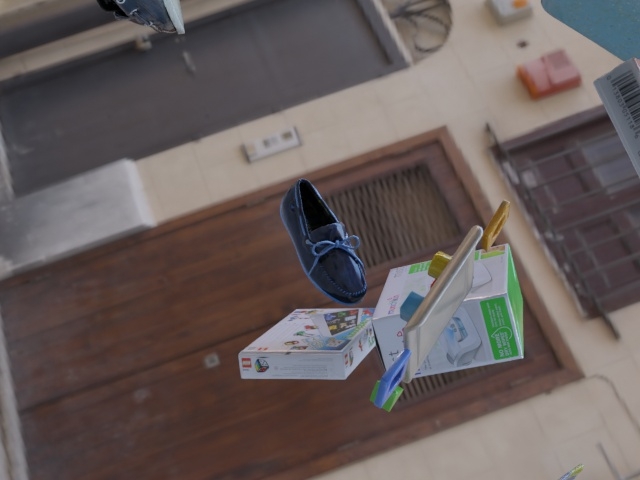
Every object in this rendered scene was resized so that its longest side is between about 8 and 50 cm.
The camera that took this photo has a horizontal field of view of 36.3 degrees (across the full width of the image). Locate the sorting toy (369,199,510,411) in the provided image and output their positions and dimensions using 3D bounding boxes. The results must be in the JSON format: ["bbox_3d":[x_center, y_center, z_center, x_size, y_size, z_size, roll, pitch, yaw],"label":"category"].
[{"bbox_3d":[0.154,0.083,1.335,0.047,0.347,0.196,30,-24,17],"label":"sorting toy"}]

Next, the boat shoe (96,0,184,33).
[{"bbox_3d":[-0.277,-0.373,1.408,0.340,0.113,0.127,43,31,-87],"label":"boat shoe"}]

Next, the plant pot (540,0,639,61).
[{"bbox_3d":[0.357,-0.320,0.989,0.252,0.248,0.247,-53,-167,40],"label":"plant pot"}]

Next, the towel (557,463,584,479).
[{"bbox_3d":[0.375,0.380,1.525,0.009,0.083,0.060,49,-44,24],"label":"towel"}]

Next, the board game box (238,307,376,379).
[{"bbox_3d":[-0.005,0.186,1.809,0.305,0.193,0.053,-30,117,-69],"label":"board game box"}]

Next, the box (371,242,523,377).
[{"bbox_3d":[0.228,0.124,1.698,0.262,0.231,0.126,-56,132,-69],"label":"box"}]

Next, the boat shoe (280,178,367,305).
[{"bbox_3d":[0.000,0.000,1.749,0.258,0.109,0.089,53,-38,23],"label":"boat shoe"}]

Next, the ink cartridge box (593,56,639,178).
[{"bbox_3d":[0.314,-0.076,0.839,0.179,0.045,0.145,-4,68,-50],"label":"ink cartridge box"}]
